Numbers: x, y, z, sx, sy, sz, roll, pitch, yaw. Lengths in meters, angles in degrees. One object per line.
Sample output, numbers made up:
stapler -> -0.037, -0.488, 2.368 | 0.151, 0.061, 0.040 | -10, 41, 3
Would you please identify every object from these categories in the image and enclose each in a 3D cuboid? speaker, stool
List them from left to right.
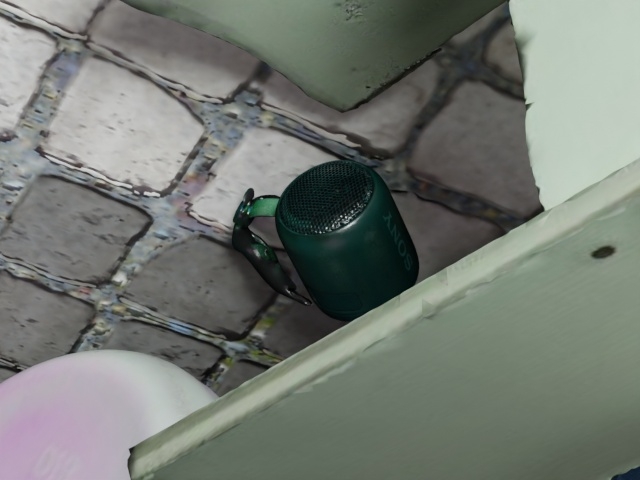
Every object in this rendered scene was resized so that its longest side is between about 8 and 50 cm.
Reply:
speaker -> -0.003, 0.004, 0.774 | 0.094, 0.060, 0.075 | -13, 133, 16
stool -> 0.067, -0.053, 0.555 | 0.269, 0.244, 0.170 | -32, 141, 32

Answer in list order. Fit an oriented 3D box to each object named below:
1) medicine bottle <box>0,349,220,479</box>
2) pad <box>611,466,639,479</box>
medicine bottle -> -0.082, 0.245, 0.889 | 0.256, 0.256, 0.325 | -21, 131, 23
pad -> 0.195, 0.216, 0.926 | 0.269, 0.012, 0.269 | -40, 129, -1
